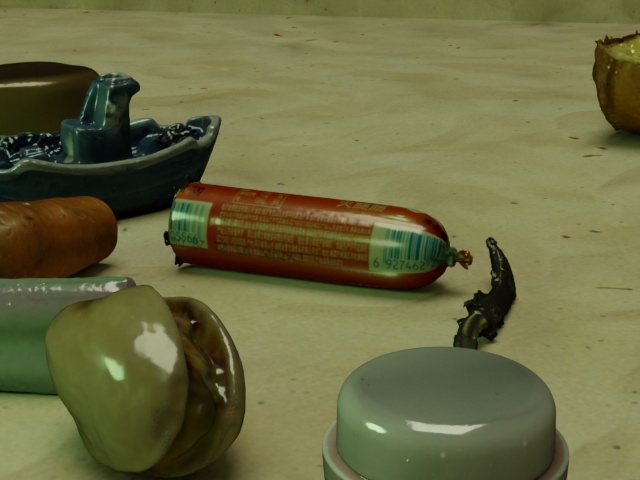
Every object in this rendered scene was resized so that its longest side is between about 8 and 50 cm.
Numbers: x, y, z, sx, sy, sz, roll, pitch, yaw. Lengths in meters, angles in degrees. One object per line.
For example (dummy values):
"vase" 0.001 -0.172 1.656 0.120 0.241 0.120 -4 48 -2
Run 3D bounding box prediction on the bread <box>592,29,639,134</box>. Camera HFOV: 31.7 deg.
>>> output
"bread" 0.443 -0.202 1.473 0.129 0.134 0.260 25 34 33

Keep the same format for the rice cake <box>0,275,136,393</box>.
"rice cake" -0.232 0.062 0.761 0.221 0.080 0.042 1 21 7

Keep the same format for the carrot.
"carrot" -0.248 0.005 0.933 0.087 0.087 0.193 10 21 30

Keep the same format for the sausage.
"sausage" 0.000 0.000 0.959 0.264 0.083 0.083 8 20 20

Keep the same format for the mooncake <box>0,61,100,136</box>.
"mooncake" -0.385 -0.151 1.369 0.235 0.117 0.235 -3 18 1

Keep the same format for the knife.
"knife" 0.125 0.054 0.853 0.021 0.045 0.222 -34 8 25

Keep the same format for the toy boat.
"toy boat" -0.235 -0.098 1.157 0.309 0.142 0.129 -12 23 -34

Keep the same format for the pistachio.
"pistachio" -0.103 0.082 0.662 0.113 0.113 0.149 -8 25 -23

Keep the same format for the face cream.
"face cream" 0.059 0.114 0.543 0.117 0.104 0.117 0 17 0
